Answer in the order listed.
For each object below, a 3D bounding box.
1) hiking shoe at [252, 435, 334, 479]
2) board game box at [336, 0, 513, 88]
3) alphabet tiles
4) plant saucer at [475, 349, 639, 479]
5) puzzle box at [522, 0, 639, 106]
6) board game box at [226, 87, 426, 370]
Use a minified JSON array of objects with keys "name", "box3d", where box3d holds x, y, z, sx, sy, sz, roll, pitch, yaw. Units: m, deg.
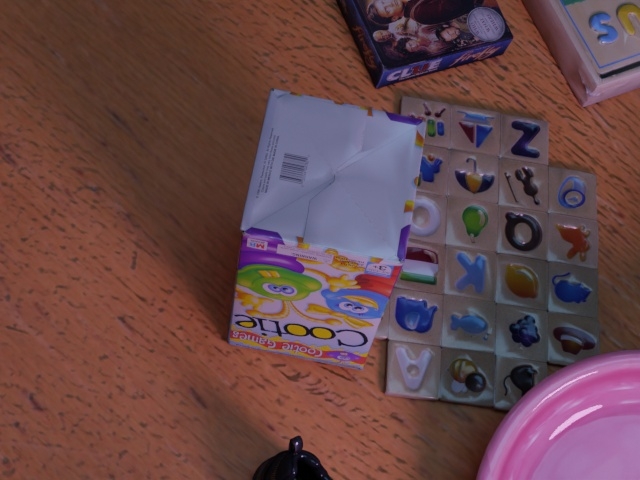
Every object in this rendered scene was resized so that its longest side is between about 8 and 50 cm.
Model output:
[{"name":"hiking shoe","box3d":[0.008,0.292,1.293,0.086,0.114,0.227,-25,75,-21]},{"name":"board game box","box3d":[0.093,-0.302,1.601,0.165,0.042,0.243,-18,73,-19]},{"name":"alphabet tiles","box3d":[0.159,0.011,1.504,0.285,0.011,0.343,9,66,-10]},{"name":"plant saucer","box3d":[0.310,0.272,1.346,0.332,0.084,0.332,-2,74,7]},{"name":"puzzle box","box3d":[0.420,-0.338,1.687,0.409,0.052,0.272,-21,75,-20]},{"name":"board game box","box3d":[0.000,0.000,1.317,0.142,0.275,0.144,11,66,-1]}]
